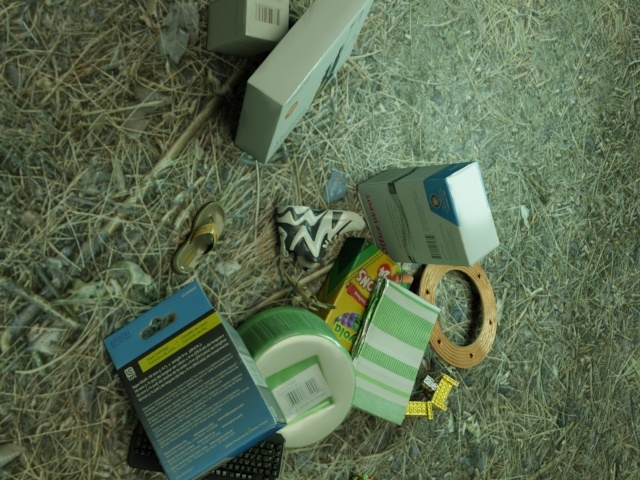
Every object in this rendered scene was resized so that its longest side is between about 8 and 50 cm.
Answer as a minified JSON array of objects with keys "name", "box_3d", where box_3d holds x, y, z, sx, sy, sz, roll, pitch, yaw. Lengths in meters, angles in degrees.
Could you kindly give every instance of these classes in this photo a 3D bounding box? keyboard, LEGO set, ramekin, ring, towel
[{"name":"keyboard","box_3d":[-0.241,0.479,1.450,0.316,0.033,0.202,8,87,1]},{"name":"LEGO set","box_3d":[0.266,0.440,1.915,0.287,0.107,0.132,-31,75,-27]},{"name":"ramekin","box_3d":[-0.067,0.312,1.559,0.303,0.148,0.304,-4,101,-21]},{"name":"ring","box_3d":[0.387,0.192,1.977,0.336,0.032,0.337,11,73,-39]},{"name":"towel","box_3d":[0.178,0.283,1.760,0.247,0.038,0.325,29,75,-36]}]

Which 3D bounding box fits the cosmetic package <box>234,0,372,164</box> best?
[{"name":"cosmetic package","box_3d":[-0.034,-0.378,1.516,0.097,0.284,0.377,34,69,2]}]

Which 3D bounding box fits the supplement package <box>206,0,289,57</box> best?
[{"name":"supplement package","box_3d":[-0.157,-0.463,1.487,0.105,0.179,0.105,0,92,-36]}]

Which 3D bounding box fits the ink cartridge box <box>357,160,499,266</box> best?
[{"name":"ink cartridge box","box_3d":[0.263,-0.065,1.738,0.129,0.307,0.223,-31,109,-34]}]

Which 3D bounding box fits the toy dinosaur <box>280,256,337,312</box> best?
[{"name":"toy dinosaur","box_3d":[-0.046,0.120,1.634,0.183,0.092,0.053,41,99,-1]}]

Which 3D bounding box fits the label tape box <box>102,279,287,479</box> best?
[{"name":"label tape box","box_3d":[-0.253,0.286,1.406,0.240,0.106,0.334,-32,72,2]}]

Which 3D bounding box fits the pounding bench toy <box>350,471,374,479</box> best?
[{"name":"pounding bench toy","box_3d":[0.096,0.633,1.802,0.083,0.052,0.065,30,75,-34]}]

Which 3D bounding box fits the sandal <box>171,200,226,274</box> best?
[{"name":"sandal","box_3d":[-0.256,-0.002,1.515,0.072,0.049,0.180,42,68,-30]}]

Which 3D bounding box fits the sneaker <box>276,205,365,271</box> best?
[{"name":"sneaker","box_3d":[0.000,0.000,1.679,0.234,0.094,0.153,5,90,-36]}]

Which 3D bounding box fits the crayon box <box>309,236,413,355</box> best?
[{"name":"crayon box","box_3d":[0.089,0.177,1.760,0.202,0.081,0.319,38,71,-32]}]
